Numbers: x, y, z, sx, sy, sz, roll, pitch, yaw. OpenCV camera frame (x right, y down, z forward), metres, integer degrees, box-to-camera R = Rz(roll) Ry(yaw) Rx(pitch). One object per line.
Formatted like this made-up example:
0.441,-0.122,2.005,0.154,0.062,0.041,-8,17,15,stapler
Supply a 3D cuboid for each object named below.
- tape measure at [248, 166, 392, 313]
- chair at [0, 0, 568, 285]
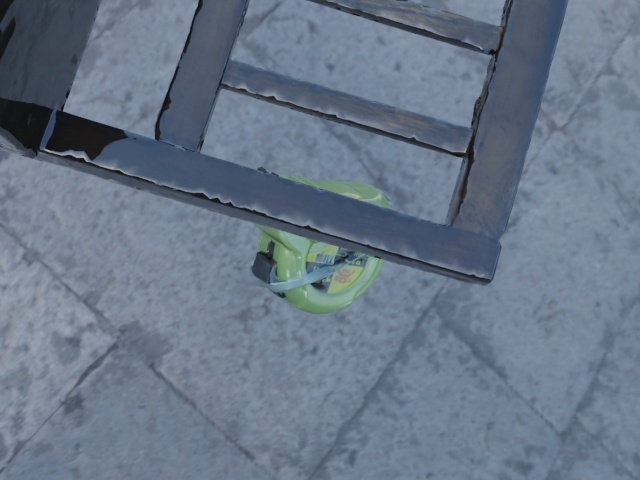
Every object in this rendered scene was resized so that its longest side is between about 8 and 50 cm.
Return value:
0.000,0.000,1.212,0.200,0.106,0.175,-1,112,-38,tape measure
-0.102,-0.137,0.361,0.416,0.240,0.203,15,77,4,chair
